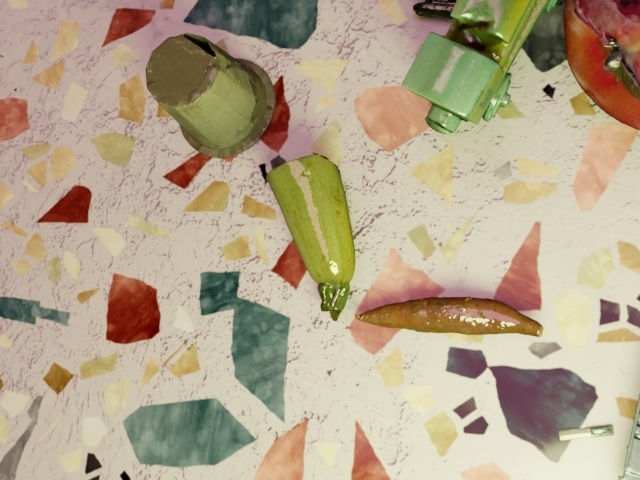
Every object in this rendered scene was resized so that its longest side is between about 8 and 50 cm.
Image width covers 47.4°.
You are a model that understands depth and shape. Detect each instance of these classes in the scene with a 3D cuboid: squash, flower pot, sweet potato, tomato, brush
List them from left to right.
[{"bbox_3d":[-0.212,-0.287,1.376,0.212,0.202,0.212,-3,77,14],"label":"flower pot"},{"bbox_3d":[0.015,-0.006,1.302,0.137,0.137,0.287,-23,85,13],"label":"squash"},{"bbox_3d":[0.210,0.123,1.220,0.314,0.066,0.072,2,112,18],"label":"sweet potato"},{"bbox_3d":[0.418,0.303,1.148,0.084,0.013,0.016,-11,78,17],"label":"brush"},{"bbox_3d":[0.537,-0.303,1.149,0.290,0.176,0.335,-29,70,-11],"label":"tomato"}]

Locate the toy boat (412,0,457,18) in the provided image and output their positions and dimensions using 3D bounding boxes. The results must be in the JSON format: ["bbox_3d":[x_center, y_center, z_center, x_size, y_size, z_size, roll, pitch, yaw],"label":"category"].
[{"bbox_3d":[0.268,-0.451,1.325,0.210,0.052,0.104,12,81,21],"label":"toy boat"}]

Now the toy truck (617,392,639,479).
[{"bbox_3d":[0.549,0.258,1.054,0.184,0.133,0.338,15,81,30],"label":"toy truck"}]

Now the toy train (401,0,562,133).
[{"bbox_3d":[0.277,-0.354,1.167,0.160,0.253,0.397,31,103,13],"label":"toy train"}]
